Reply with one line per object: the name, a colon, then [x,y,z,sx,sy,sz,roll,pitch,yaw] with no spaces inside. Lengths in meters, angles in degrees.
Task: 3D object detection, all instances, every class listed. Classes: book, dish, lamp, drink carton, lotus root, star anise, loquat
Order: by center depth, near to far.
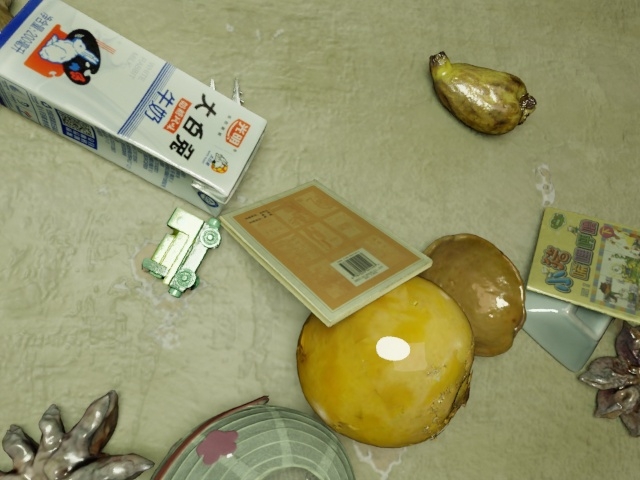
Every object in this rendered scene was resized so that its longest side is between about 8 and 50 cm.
star anise: [-0.319,0.294,0.547,0.237,0.093,0.229,3,65,-4]
lamp: [-0.087,0.319,0.556,0.265,0.233,0.233,-31,94,-39]
drink carton: [-0.239,-0.166,0.609,0.315,0.106,0.130,28,69,-13]
book: [0.000,0.001,0.611,0.170,0.242,0.018,-25,135,-29]
loquat: [0.088,0.152,0.619,0.235,0.235,0.234,1,85,-16]
book: [0.454,0.038,0.765,0.192,0.013,0.167,17,66,17]
lotus root: [0.255,-0.247,0.776,0.191,0.094,0.108,23,58,-5]
dish: [0.466,0.088,0.810,0.182,0.080,0.243,41,75,-9]
star anise: [0.574,0.252,0.829,0.197,0.073,0.212,45,78,-5]

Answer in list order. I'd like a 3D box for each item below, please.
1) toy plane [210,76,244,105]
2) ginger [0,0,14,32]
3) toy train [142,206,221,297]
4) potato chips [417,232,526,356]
toy plane: [-0.135,-0.202,0.690,0.084,0.024,0.077,31,87,-19]
ginger: [-0.489,-0.315,0.569,0.166,0.080,0.333,-39,100,-27]
toy train: [-0.188,0.015,0.643,0.081,0.050,0.122,30,78,-7]
potato chips: [0.231,0.087,0.750,0.208,0.062,0.195,1,79,-15]
